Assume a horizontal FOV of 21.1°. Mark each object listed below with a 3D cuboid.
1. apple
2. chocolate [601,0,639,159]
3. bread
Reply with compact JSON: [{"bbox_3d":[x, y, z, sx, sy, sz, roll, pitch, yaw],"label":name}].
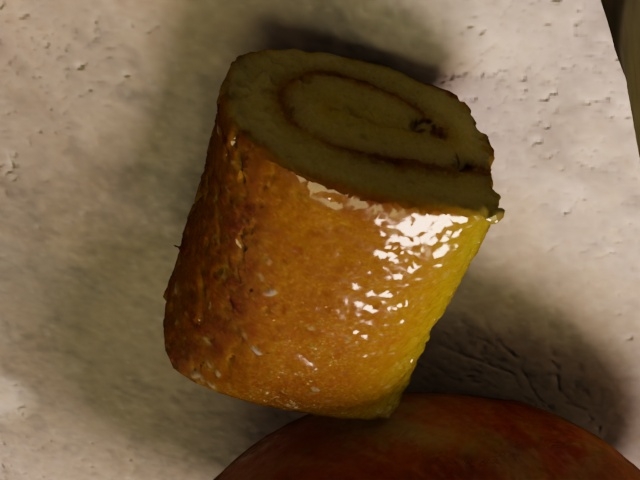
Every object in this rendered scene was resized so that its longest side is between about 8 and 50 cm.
[{"bbox_3d":[0.041,0.219,0.924,0.301,0.301,0.301,8,138,7],"label":"apple"},{"bbox_3d":[0.259,-0.022,0.580,0.314,0.297,0.326,-11,132,18],"label":"chocolate"},{"bbox_3d":[0.000,0.000,0.810,0.132,0.103,0.172,14,138,-6],"label":"bread"}]
